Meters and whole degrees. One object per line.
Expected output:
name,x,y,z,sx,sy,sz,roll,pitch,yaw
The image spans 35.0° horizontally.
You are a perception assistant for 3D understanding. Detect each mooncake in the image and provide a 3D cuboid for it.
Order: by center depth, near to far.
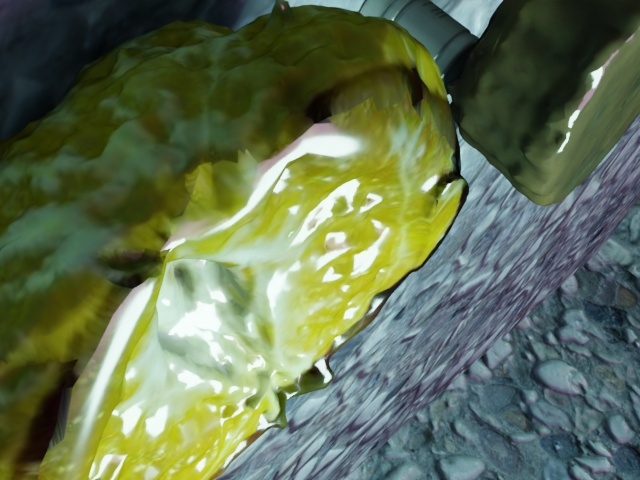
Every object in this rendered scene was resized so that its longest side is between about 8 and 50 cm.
mooncake,0.197,-0.149,0.801,0.228,0.124,0.228,-46,162,-19

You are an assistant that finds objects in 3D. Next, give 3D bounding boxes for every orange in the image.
orange,-0.085,0.002,0.590,0.368,0.210,0.271,-43,159,-11

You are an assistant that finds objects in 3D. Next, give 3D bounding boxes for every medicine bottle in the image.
medicine bottle,0.080,-0.165,0.824,0.058,0.091,0.058,-42,161,-18
